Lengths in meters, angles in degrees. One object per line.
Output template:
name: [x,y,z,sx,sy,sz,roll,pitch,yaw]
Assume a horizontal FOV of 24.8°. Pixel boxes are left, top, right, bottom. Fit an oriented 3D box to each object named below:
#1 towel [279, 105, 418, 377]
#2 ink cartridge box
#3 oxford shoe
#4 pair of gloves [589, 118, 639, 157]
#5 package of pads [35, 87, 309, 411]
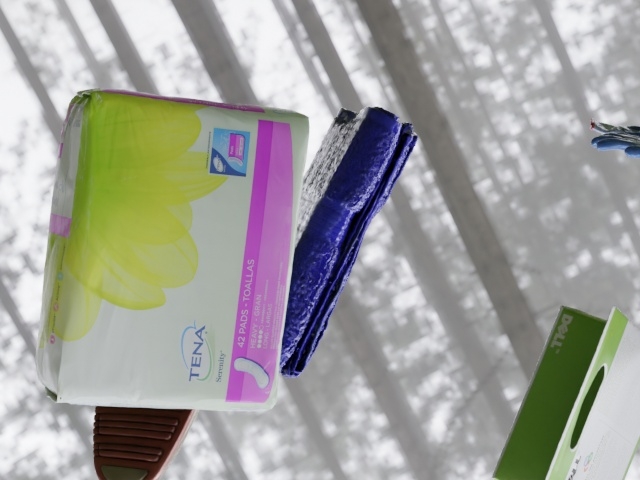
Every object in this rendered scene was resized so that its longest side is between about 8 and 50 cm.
towel: [0.000,0.000,1.590,0.308,0.076,0.227,-62,-170,0]
ink cartridge box: [0.236,0.158,1.383,0.097,0.255,0.189,20,-97,28]
oxford shoe: [-0.170,0.157,1.718,0.123,0.130,0.348,7,-123,16]
pair of gloves: [0.423,-0.123,1.865,0.159,0.023,0.198,12,-166,3]
package of pads: [-0.144,0.012,1.376,0.229,0.297,0.101,5,-176,-22]
